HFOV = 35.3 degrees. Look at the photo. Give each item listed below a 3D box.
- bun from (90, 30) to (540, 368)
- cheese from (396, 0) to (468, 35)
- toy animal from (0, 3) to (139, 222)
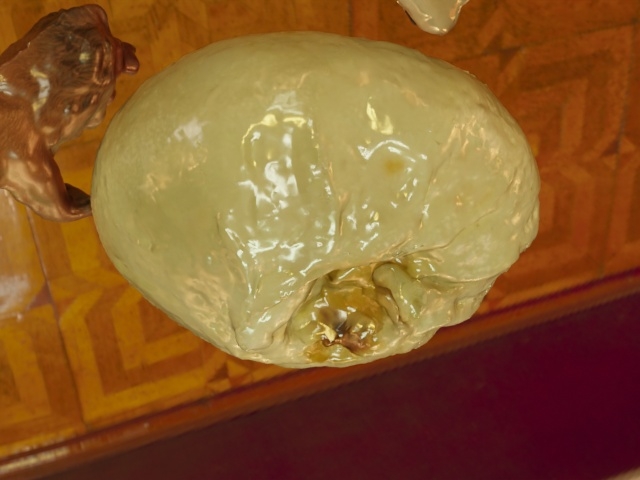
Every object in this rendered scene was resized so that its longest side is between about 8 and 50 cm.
[{"bbox_3d":[0.000,0.000,0.490,0.223,0.127,0.222,1,152,1],"label":"bun"},{"bbox_3d":[0.141,-0.301,0.575,0.085,0.034,0.400,37,80,-40],"label":"cheese"},{"bbox_3d":[-0.240,-0.063,0.650,0.312,0.097,0.157,-29,142,-45],"label":"toy animal"}]
